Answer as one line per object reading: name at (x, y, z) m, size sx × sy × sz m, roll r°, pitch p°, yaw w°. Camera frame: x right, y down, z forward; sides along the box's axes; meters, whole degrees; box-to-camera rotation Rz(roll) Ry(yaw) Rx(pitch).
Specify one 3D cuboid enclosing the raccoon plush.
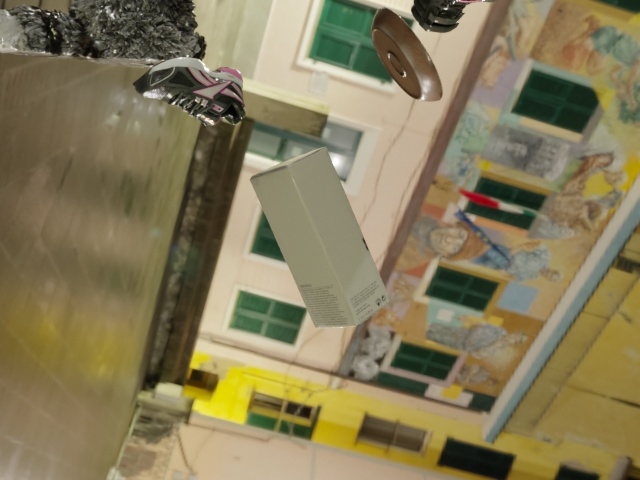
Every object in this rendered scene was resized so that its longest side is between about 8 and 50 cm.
raccoon plush at (-0.346, -0.460, 1.223) m, size 0.446 × 0.216 × 0.299 m, roll -14°, pitch 108°, yaw -59°

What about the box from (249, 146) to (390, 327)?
box at (0.000, 0.000, 1.142) m, size 0.094 × 0.275 × 0.113 m, roll -31°, pitch -166°, yaw -38°

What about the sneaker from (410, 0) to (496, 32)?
sneaker at (0.249, -0.434, 1.290) m, size 0.295 × 0.105 × 0.147 m, roll -113°, pitch -153°, yaw -55°

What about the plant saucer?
plant saucer at (0.126, -0.279, 1.100) m, size 0.029 × 0.168 × 0.168 m, roll -35°, pitch -176°, yaw -3°

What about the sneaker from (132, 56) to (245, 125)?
sneaker at (-0.162, -0.194, 0.962) m, size 0.072 × 0.178 × 0.077 m, roll -27°, pitch -103°, yaw 42°
